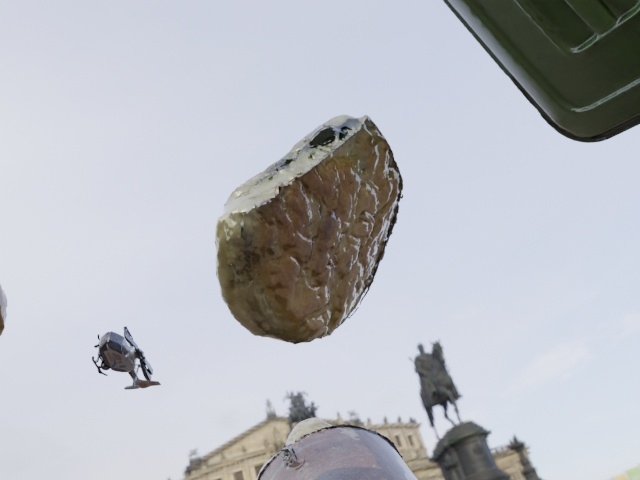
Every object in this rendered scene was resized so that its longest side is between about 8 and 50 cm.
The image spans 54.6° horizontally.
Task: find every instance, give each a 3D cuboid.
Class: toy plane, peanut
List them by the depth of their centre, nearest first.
[{"bbox_3d":[-0.353,0.220,1.121,0.078,0.053,0.197,-7,-43,3],"label":"toy plane"},{"bbox_3d":[-0.043,0.487,1.322,0.136,0.120,0.298,-20,9,33],"label":"peanut"}]

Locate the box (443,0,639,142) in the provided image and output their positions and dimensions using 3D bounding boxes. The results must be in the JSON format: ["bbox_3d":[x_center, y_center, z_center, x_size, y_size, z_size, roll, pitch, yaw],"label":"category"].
[{"bbox_3d":[0.252,-0.286,0.564,0.178,0.328,0.253,-46,6,-25],"label":"box"}]

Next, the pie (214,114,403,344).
[{"bbox_3d":[0.003,0.001,0.555,0.218,0.052,0.185,-41,-55,-35],"label":"pie"}]

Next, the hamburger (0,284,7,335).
[{"bbox_3d":[-0.375,0.063,0.471,0.261,0.211,0.245,35,-63,-10],"label":"hamburger"}]

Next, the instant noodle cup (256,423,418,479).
[{"bbox_3d":[0.038,0.300,0.571,0.218,0.207,0.217,-6,-69,-15],"label":"instant noodle cup"}]
